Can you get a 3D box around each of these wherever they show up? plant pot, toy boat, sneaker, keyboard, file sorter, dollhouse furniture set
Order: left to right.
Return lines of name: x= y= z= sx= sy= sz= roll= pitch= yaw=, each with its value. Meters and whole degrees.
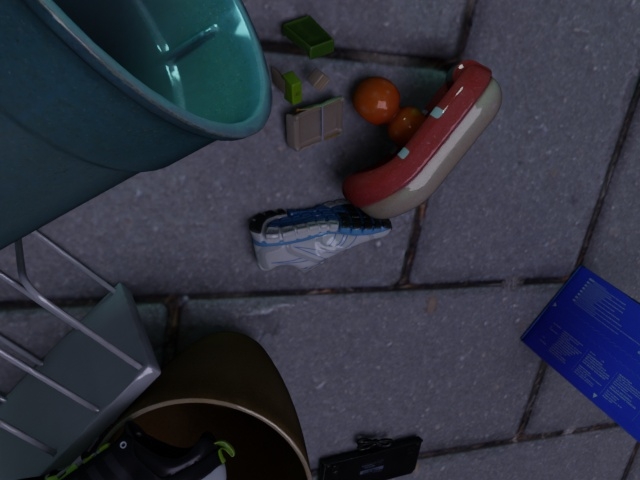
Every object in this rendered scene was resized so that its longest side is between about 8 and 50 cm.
plant pot: x=-0.274 y=-0.143 z=0.612 sx=0.334 sy=0.341 sz=0.341 roll=-30 pitch=128 yaw=20
file sorter: x=-0.349 y=0.149 z=0.833 sx=0.277 sy=0.193 sz=0.173 roll=-46 pitch=123 yaw=2
sneaker: x=-0.201 y=0.226 z=0.763 sx=0.235 sy=0.084 sz=0.097 roll=-2 pitch=88 yaw=0
plant pot: x=-0.123 y=0.220 z=0.924 sx=0.237 sy=0.254 sz=0.237 roll=0 pitch=112 yaw=1
dollhouse furniture set: x=-0.017 y=-0.185 z=0.922 sx=0.076 sy=0.058 sz=0.151 roll=-26 pitch=143 yaw=-21
sneaker: x=0.000 y=0.000 z=1.006 sx=0.191 sy=0.071 sz=0.082 roll=-6 pitch=124 yaw=-14
keyboard: x=0.082 y=0.356 z=1.253 sx=0.180 sy=0.023 sz=0.108 roll=-8 pitch=125 yaw=-23
toy boat: x=0.103 y=-0.142 z=0.951 sx=0.151 sy=0.151 sz=0.231 roll=38 pitch=95 yaw=-5

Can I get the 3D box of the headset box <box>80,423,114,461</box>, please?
headset box: x=-0.276 y=0.286 z=1.035 sx=0.083 sy=0.032 sz=0.062 roll=31 pitch=99 yaw=-34

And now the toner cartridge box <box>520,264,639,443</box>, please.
toner cartridge box: x=0.476 y=0.191 z=1.157 sx=0.075 sy=0.348 sz=0.165 roll=34 pitch=98 yaw=-35
